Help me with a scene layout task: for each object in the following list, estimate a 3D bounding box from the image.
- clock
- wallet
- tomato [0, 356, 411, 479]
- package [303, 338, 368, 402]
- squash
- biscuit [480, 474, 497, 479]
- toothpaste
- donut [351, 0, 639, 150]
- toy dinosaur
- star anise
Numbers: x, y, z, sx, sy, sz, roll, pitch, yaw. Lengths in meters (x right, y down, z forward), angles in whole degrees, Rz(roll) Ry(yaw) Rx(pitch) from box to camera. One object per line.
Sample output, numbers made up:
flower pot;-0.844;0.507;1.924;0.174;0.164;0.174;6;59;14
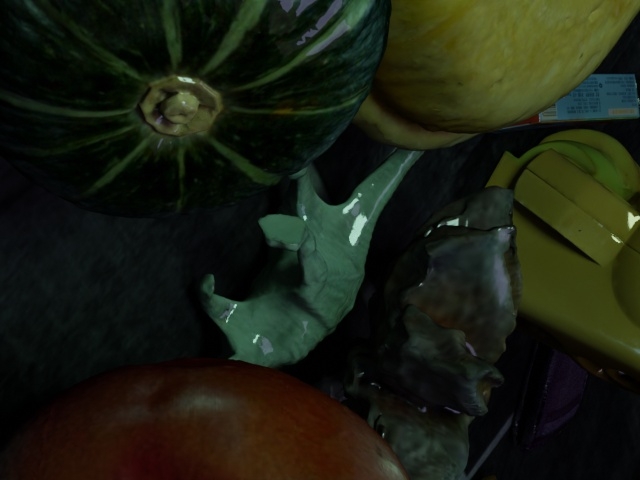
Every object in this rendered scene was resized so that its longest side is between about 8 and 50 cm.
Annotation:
clock;0.304;0.052;1.551;0.200;0.317;0.244;-56;149;3
wallet;0.259;0.140;1.817;0.111;0.030;0.166;-18;128;-47
tomato;-0.094;0.192;1.173;0.289;0.335;0.176;83;3;-58
package;-0.020;0.185;1.449;0.232;0.040;0.166;-26;128;-52
squash;-0.084;-0.127;0.940;0.252;0.165;0.252;-8;139;-7
biscuit;0.140;0.298;1.778;0.130;0.019;0.119;1;113;-56
toothpaste;0.215;-0.125;1.540;0.193;0.070;0.044;-7;90;-53
donut;0.127;-0.271;1.160;0.449;0.198;0.449;-34;139;-36
toy dinosaur;0.000;0.000;1.277;0.393;0.092;0.205;-47;151;-23
star anise;0.075;0.103;1.342;0.332;0.118;0.331;-160;-90;-83
